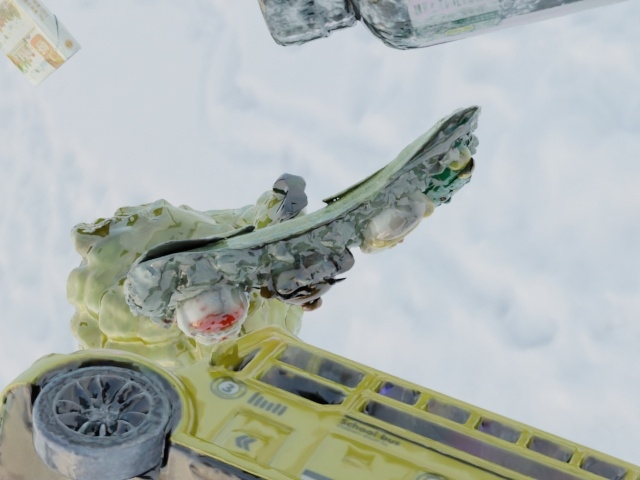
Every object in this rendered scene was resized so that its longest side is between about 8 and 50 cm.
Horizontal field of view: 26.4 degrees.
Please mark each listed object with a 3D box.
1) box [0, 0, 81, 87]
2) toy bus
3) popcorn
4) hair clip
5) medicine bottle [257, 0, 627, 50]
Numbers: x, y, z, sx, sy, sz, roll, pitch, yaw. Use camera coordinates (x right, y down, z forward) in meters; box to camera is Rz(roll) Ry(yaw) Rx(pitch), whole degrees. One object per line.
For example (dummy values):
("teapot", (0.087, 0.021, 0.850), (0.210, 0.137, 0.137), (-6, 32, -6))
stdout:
("box", (-0.374, -0.280, 1.559), (0.032, 0.220, 0.122), (-48, 14, -29))
("toy bus", (0.020, 0.141, 0.604), (0.151, 0.331, 0.145), (-47, -29, -51))
("popcorn", (-0.139, 0.069, 1.454), (0.293, 0.237, 0.293), (-12, 46, 13))
("hair clip", (0.002, 0.001, 1.093), (0.321, 0.091, 0.138), (-26, -10, -8))
("medicine bottle", (0.103, -0.194, 0.802), (0.293, 0.141, 0.141), (-13, 40, 9))
